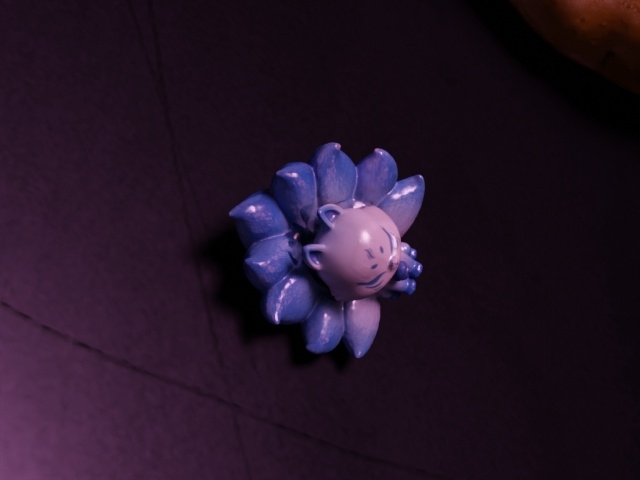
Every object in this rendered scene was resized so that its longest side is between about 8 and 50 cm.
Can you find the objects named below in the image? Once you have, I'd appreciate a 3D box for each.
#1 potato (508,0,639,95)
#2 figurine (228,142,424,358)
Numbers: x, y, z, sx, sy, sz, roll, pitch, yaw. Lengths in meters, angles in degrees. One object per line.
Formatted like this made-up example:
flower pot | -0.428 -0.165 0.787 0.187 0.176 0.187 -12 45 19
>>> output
potato | 0.187 -0.239 0.972 0.369 0.176 0.195 39 81 -3
figurine | 0.000 0.000 0.673 0.114 0.079 0.114 -13 114 -30
